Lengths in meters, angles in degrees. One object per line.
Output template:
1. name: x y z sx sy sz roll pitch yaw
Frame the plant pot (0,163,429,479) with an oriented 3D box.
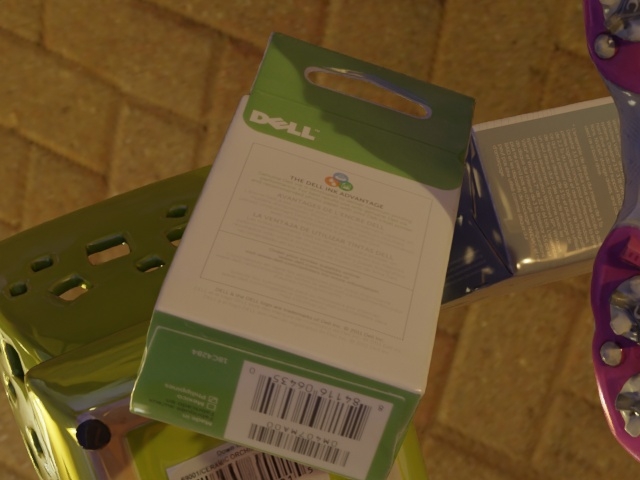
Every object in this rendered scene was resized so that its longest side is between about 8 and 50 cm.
1. plant pot: -0.063 0.099 0.862 0.207 0.228 0.227 -134 27 -65

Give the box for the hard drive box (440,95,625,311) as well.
1. hard drive box: 0.171 -0.029 0.888 0.181 0.232 0.089 150 107 -70

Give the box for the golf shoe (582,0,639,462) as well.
1. golf shoe: 0.172 -0.061 0.568 0.115 0.140 0.306 9 101 29

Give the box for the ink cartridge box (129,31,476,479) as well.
1. ink cartridge box: 0.000 0.000 0.637 0.109 0.209 0.062 17 130 -1
